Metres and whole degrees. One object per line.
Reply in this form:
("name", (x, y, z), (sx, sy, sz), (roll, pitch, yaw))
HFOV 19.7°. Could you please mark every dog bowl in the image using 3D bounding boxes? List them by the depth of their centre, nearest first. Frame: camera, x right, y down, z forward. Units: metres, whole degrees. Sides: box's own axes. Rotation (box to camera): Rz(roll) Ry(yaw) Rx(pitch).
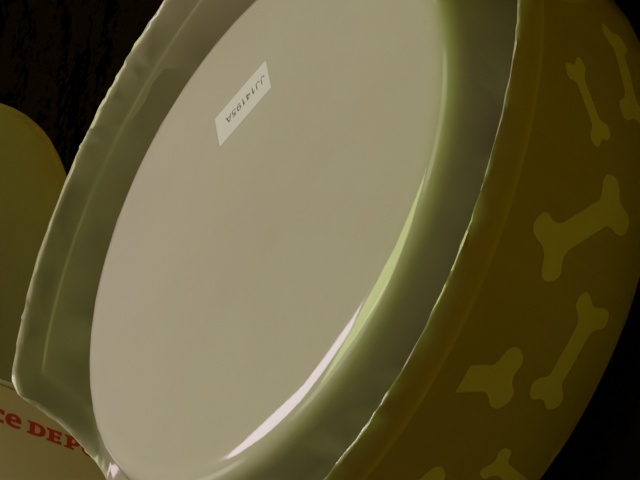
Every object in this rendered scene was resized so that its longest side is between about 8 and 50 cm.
("dog bowl", (0.000, 0.000, 0.786), (0.348, 0.102, 0.349), (-37, 39, 38))

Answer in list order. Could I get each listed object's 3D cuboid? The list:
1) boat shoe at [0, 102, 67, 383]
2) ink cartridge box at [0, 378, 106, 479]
("boat shoe", (-0.232, 0.105, 1.061), (0.156, 0.135, 0.367), (-27, 56, 51))
("ink cartridge box", (-0.165, 0.166, 0.879), (0.082, 0.139, 0.191), (-43, 35, 35))
